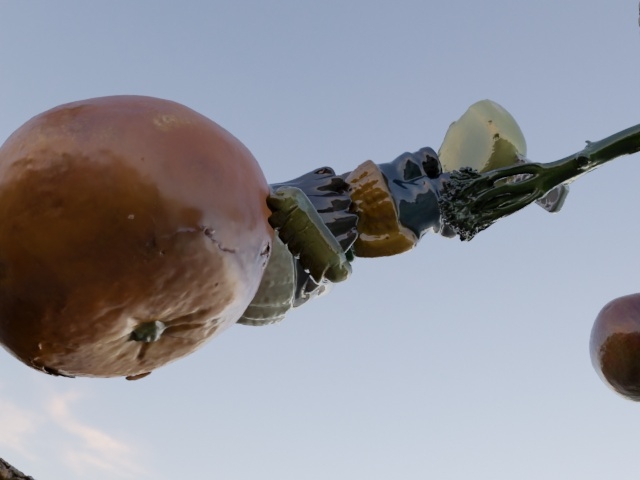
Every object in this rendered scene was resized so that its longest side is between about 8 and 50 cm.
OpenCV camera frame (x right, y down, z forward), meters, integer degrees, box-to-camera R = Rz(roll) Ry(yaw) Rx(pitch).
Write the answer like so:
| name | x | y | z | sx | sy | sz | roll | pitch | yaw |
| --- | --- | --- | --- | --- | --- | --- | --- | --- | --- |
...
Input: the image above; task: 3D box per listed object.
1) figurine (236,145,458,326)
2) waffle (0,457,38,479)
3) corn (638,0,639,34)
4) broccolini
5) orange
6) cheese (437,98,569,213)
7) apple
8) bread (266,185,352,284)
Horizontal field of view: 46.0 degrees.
| name | x | y | z | sx | sy | sz | roll | pitch | yaw |
| --- | --- | --- | --- | --- | --- | --- | --- | --- | --- |
| figurine | -0.002 | -0.022 | 0.911 | 0.332 | 0.185 | 0.204 | -31 | -44 | 4 |
| waffle | -0.366 | 0.279 | 0.621 | 0.213 | 0.308 | 0.091 | 9 | -80 | 36 |
| corn | 0.249 | -0.114 | 0.397 | 0.085 | 0.063 | 0.165 | 59 | -13 | -21 |
| broccolini | 0.208 | -0.068 | 0.674 | 0.216 | 0.058 | 0.067 | -27 | -62 | 15 |
| orange | -0.183 | -0.003 | 0.694 | 0.226 | 0.284 | 0.284 | 60 | -29 | 26 |
| cheese | 0.240 | -0.102 | 0.977 | 0.050 | 0.255 | 0.127 | 12 | -71 | -26 |
| apple | 0.531 | 0.183 | 1.245 | 0.195 | 0.173 | 0.160 | 31 | -56 | -26 |
| bread | -0.011 | -0.001 | 0.565 | 0.088 | 0.034 | 0.049 | 55 | -9 | 9 |
